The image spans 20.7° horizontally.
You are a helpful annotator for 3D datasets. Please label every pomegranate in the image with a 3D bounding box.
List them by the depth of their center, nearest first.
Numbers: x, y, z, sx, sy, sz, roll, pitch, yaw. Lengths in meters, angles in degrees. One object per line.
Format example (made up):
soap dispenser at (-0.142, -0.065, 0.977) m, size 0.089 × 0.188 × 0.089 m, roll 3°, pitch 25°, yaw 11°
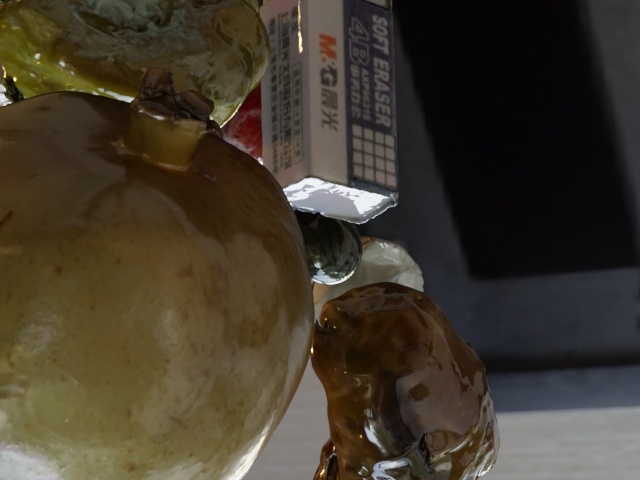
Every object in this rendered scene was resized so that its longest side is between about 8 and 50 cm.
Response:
pomegranate at (-0.143, 0.040, 1.114) m, size 0.319 × 0.319 × 0.319 m, roll 18°, pitch -110°, yaw -59°

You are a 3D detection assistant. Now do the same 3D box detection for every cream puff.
cream puff at (-0.143, -0.132, 1.375) m, size 0.221 × 0.194 × 0.195 m, roll -34°, pitch -63°, yaw -30°

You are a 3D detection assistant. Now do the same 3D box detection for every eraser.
eraser at (0.009, -0.171, 1.815) m, size 0.130 × 0.086 × 0.287 m, roll 13°, pitch -114°, yaw -33°

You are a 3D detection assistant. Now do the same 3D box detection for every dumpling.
dumpling at (0.050, 0.072, 2.045) m, size 0.127 × 0.188 × 0.108 m, roll 31°, pitch -146°, yaw -15°

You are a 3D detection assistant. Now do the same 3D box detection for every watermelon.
watermelon at (0.000, 0.000, 1.876) m, size 0.111 × 0.078 × 0.078 m, roll 50°, pitch -177°, yaw 41°

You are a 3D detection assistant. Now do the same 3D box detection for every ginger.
ginger at (0.069, 0.179, 1.525) m, size 0.165 × 0.172 × 0.321 m, roll -74°, pitch -9°, yaw -52°

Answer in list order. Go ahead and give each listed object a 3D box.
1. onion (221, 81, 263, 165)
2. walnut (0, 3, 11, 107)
onion at (-0.122, -0.139, 1.935) m, size 0.248 × 0.248 × 0.161 m, roll -14°, pitch -101°, yaw -60°
walnut at (-0.297, -0.225, 1.679) m, size 0.261 × 0.225 × 0.225 m, roll -22°, pitch -76°, yaw -53°
